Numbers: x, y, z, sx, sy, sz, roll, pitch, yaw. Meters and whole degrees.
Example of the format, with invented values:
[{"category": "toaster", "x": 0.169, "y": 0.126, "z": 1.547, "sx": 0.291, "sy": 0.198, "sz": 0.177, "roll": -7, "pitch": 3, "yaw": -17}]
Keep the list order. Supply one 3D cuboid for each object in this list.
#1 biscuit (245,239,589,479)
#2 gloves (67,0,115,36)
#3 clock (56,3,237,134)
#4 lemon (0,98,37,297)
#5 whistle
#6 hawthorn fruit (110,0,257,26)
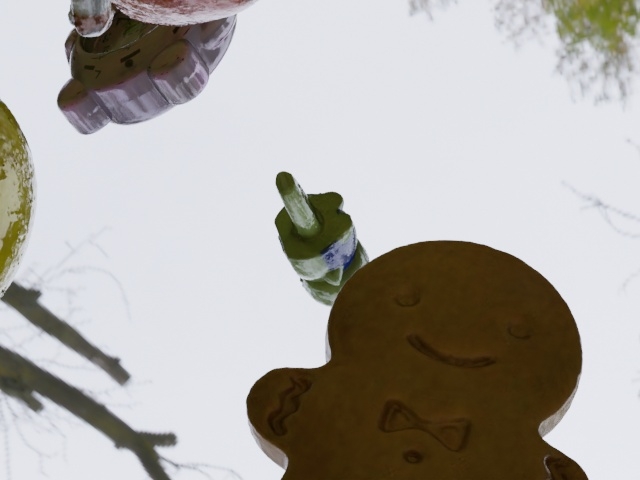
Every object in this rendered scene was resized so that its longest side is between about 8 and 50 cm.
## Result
[{"category": "biscuit", "x": 0.085, "y": 0.138, "z": 0.940, "sx": 0.275, "sy": 0.052, "sz": 0.355, "roll": 19, "pitch": -126, "yaw": 14}, {"category": "gloves", "x": -0.178, "y": -0.272, "z": 0.926, "sx": 0.131, "sy": 0.140, "sz": 0.218, "roll": -11, "pitch": -89, "yaw": 31}, {"category": "clock", "x": -0.256, "y": -0.311, "z": 1.819, "sx": 0.295, "sy": 0.113, "sz": 0.322, "roll": -13, "pitch": -137, "yaw": 27}, {"category": "lemon", "x": -0.264, "y": -0.019, "z": 0.742, "sx": 0.173, "sy": 0.173, "sz": 0.206, "roll": 5, "pitch": -91, "yaw": 23}, {"category": "whistle", "x": 0.000, "y": 0.000, "z": 1.317, "sx": 0.085, "sy": 0.227, "sz": 0.105, "roll": -24, "pitch": -130, "yaw": 3}, {"category": "hawthorn fruit", "x": -0.164, "y": -0.380, "z": 1.386, "sx": 0.284, "sy": 0.284, "sz": 0.284, "roll": -9, "pitch": -122, "yaw": 15}]
